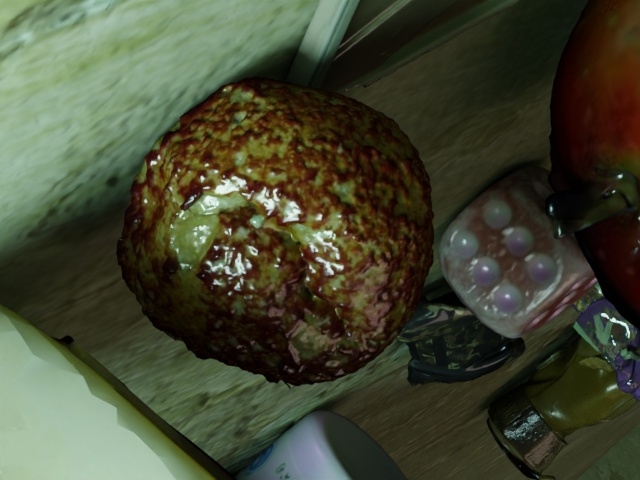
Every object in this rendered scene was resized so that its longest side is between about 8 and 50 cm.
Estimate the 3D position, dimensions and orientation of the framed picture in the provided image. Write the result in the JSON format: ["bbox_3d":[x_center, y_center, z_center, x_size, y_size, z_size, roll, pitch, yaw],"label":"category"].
[{"bbox_3d":[0.116,-0.170,0.929,0.289,0.020,0.211,-31,164,-27],"label":"framed picture"}]

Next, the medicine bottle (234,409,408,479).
[{"bbox_3d":[-0.046,0.271,1.651,0.254,0.152,0.152,-41,166,14],"label":"medicine bottle"}]

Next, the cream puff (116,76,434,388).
[{"bbox_3d":[-0.017,0.002,0.889,0.149,0.149,0.084,-39,-158,3],"label":"cream puff"}]

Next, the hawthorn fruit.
[{"bbox_3d":[0.276,-0.065,1.131,0.316,0.316,0.316,-36,166,-10],"label":"hawthorn fruit"}]

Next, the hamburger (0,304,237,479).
[{"bbox_3d":[-0.121,0.161,0.850,0.179,0.294,0.276,-50,-177,-18],"label":"hamburger"}]

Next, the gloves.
[{"bbox_3d":[0.342,0.147,2.254,0.331,0.141,0.154,-32,142,16],"label":"gloves"}]

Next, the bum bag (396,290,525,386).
[{"bbox_3d":[0.115,0.079,1.609,0.102,0.069,0.248,-3,168,5],"label":"bum bag"}]

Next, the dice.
[{"bbox_3d":[0.146,0.008,1.414,0.094,0.093,0.091,-45,165,23],"label":"dice"}]

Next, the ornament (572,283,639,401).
[{"bbox_3d":[0.265,0.089,1.766,0.088,0.203,0.081,-37,159,6],"label":"ornament"}]
